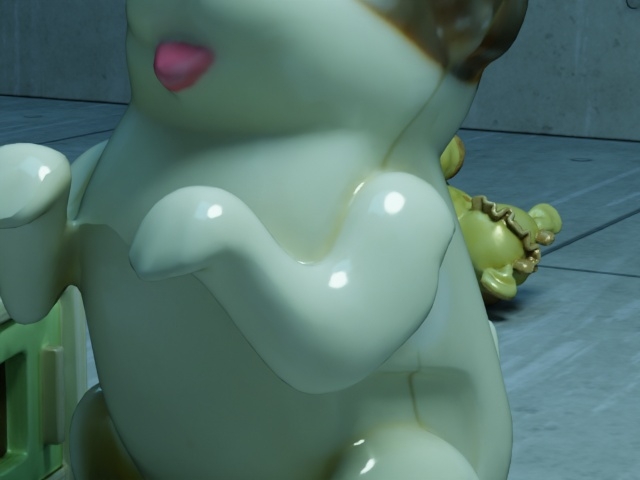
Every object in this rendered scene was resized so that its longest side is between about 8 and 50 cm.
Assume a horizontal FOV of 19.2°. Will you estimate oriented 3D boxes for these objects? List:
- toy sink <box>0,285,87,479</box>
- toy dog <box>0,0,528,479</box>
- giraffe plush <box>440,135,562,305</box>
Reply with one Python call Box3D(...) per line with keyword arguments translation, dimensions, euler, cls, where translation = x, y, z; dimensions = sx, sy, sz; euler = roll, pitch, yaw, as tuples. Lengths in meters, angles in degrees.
Box3D(translation=(-0.230, 0.095, 1.228), dimensions=(0.131, 0.153, 0.234), euler=(3, 10, 14), cls="toy sink")
Box3D(translation=(0.000, 0.000, 1.046), dimensions=(0.395, 0.408, 0.284), euler=(-9, 15, -39), cls="toy dog")
Box3D(translation=(0.134, -0.008, 1.807), dimensions=(0.170, 0.181, 0.210), euler=(27, -14, 11), cls="giraffe plush")
